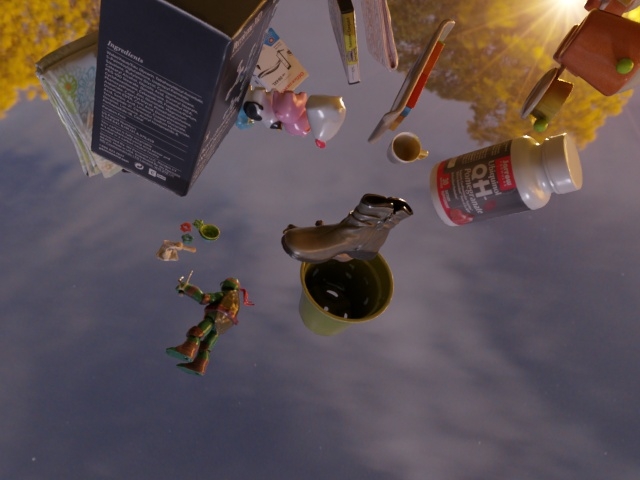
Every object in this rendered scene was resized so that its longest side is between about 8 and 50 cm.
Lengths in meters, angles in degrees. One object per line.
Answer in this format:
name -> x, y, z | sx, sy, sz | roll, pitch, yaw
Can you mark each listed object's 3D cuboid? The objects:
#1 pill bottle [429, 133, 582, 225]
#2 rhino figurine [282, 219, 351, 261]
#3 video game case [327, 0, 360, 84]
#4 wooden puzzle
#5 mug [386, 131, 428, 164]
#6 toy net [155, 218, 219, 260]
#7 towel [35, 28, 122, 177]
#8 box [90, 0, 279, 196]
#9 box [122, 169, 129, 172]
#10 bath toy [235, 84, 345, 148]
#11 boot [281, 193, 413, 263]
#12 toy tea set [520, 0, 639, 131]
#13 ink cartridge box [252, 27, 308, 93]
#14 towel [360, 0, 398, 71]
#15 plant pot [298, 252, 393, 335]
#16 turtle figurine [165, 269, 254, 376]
pill bottle -> 0.443, -0.148, 1.197 | 0.319, 0.176, 0.176 | -14, -153, 40
rhino figurine -> 0.000, 0.000, 1.335 | 0.244, 0.073, 0.106 | 14, -144, -38
video game case -> 0.051, -0.595, 1.297 | 0.035, 0.248, 0.274 | -14, -115, 2
wooden puzzle -> 0.193, -0.324, 1.058 | 0.044, 0.221, 0.238 | 32, -96, -3
mug -> 0.170, -0.178, 1.012 | 0.078, 0.064, 0.062 | 42, -101, -5
toy net -> -0.458, -0.009, 1.666 | 0.122, 0.045, 0.232 | 47, -136, 13
towel -> -0.449, -0.352, 1.185 | 0.090, 0.320, 0.374 | 35, -120, 21
box -> -0.257, -0.337, 0.948 | 0.212, 0.395, 0.293 | 26, -131, -7
box -> -0.486, -0.309, 1.538 | 0.271, 0.165, 0.143 | -5, -125, -48
bath toy -> -0.084, -0.321, 1.274 | 0.349, 0.128, 0.152 | 19, -156, 35
boot -> 0.053, -0.036, 0.981 | 0.247, 0.161, 0.083 | -1, -129, -33
toy tea set -> 0.442, -0.302, 0.734 | 0.124, 0.200, 0.336 | 33, -107, 8
ink cartridge box -> -0.163, -0.601, 1.717 | 0.148, 0.203, 0.086 | -48, -159, -11
towel -> 0.201, -0.790, 1.756 | 0.054, 0.316, 0.331 | -13, -149, 1
plant pot -> 0.046, 0.167, 1.504 | 0.277, 0.253, 0.275 | 8, -123, -13
turtle figurine -> -0.225, 0.148, 1.011 | 0.118, 0.175, 0.234 | -2, -131, 28
